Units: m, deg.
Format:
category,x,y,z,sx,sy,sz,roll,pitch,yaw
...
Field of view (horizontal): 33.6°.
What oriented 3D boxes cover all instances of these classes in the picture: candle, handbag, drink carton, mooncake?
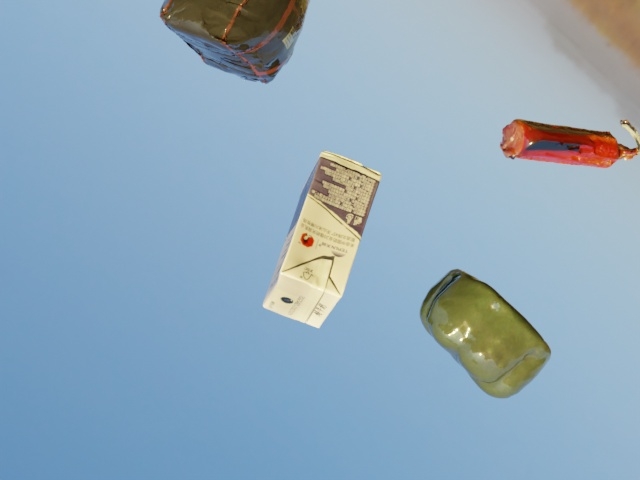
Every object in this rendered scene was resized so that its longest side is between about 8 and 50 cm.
category,x,y,z,sx,sy,sz,roll,pitch,yaw
candle,0.247,-0.096,1.027,0.162,0.053,0.048,3,-98,-29
handbag,-0.092,-0.296,1.285,0.155,0.169,0.215,21,178,12
drink carton,0.000,0.000,1.562,0.102,0.134,0.222,23,-118,-6
mooncake,0.206,0.119,1.363,0.175,0.104,0.168,45,-177,26
